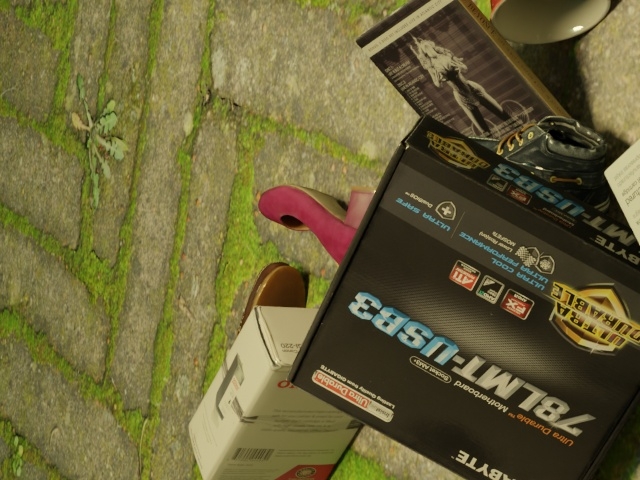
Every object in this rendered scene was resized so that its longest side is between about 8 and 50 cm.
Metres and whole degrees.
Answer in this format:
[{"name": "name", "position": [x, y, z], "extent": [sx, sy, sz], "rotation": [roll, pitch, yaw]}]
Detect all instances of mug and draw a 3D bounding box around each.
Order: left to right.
[{"name": "mug", "position": [0.196, -0.280, 1.906], "extent": [0.150, 0.113, 0.169], "rotation": [-41, 49, 50]}]

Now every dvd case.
[{"name": "dvd case", "position": [0.148, -0.142, 1.927], "extent": [0.221, 0.018, 0.164], "rotation": [48, 148, -8]}]

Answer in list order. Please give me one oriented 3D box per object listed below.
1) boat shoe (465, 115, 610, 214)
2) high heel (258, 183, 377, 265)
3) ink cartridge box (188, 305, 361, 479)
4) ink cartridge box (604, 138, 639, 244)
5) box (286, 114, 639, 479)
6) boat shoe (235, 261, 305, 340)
[{"name": "boat shoe", "position": [0.194, -0.085, 1.877], "extent": [0.183, 0.065, 0.083], "rotation": [21, 129, 33]}, {"name": "high heel", "position": [0.000, 0.000, 2.266], "extent": [0.244, 0.082, 0.117], "rotation": [3, 80, 49]}, {"name": "ink cartridge box", "position": [-0.034, 0.176, 2.229], "extent": [0.218, 0.158, 0.092], "rotation": [-59, 39, 40]}, {"name": "ink cartridge box", "position": [0.340, -0.009, 1.600], "extent": [0.153, 0.087, 0.208], "rotation": [-48, 60, 49]}, {"name": "box", "position": [0.153, 0.079, 1.797], "extent": [0.293, 0.295, 0.073], "rotation": [-64, -6, 33]}, {"name": "boat shoe", "position": [-0.072, 0.120, 2.390], "extent": [0.073, 0.073, 0.207], "rotation": [34, 117, 55]}]
